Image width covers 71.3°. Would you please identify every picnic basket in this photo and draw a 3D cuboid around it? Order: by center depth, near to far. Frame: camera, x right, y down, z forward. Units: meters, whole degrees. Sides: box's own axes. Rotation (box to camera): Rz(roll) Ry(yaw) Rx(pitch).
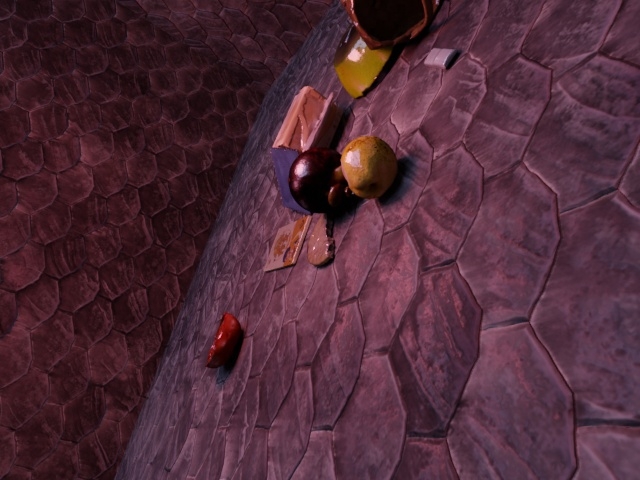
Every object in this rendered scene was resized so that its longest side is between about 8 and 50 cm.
[{"bbox_3d":[0.264,-0.818,1.488,0.337,0.293,0.337,-33,21,15],"label":"picnic basket"}]

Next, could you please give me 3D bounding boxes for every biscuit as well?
[{"bbox_3d":[-0.002,0.004,1.514,0.133,0.032,0.250,-46,28,34],"label":"biscuit"}]

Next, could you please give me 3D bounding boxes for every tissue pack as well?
[{"bbox_3d":[-0.036,-0.469,1.883,0.238,0.238,0.306,-12,53,62],"label":"tissue pack"}]

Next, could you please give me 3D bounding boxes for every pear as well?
[{"bbox_3d":[0.137,-0.205,1.277,0.178,0.178,0.178,-47,27,33],"label":"pear"},{"bbox_3d":[0.184,-0.795,1.825,0.399,0.165,0.399,-47,27,33],"label":"pear"}]

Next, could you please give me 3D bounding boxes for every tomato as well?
[{"bbox_3d":[-0.384,0.414,1.807,0.228,0.101,0.228,-59,17,29],"label":"tomato"}]

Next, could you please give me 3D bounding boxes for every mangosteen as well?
[{"bbox_3d":[0.020,-0.190,1.471,0.265,0.228,0.228,25,87,38],"label":"mangosteen"}]

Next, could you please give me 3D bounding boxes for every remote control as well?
[{"bbox_3d":[0.362,-0.557,1.356,0.061,0.029,0.162,-55,23,14],"label":"remote control"}]

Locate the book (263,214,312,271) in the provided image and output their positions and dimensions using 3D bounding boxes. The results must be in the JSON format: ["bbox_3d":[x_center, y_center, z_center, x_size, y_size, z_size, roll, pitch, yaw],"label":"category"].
[{"bbox_3d":[-0.138,0.019,1.811,0.295,0.020,0.208,-19,49,60],"label":"book"}]

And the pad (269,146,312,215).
[{"bbox_3d":[-0.122,-0.242,1.796,0.269,0.012,0.270,26,131,57],"label":"pad"}]
